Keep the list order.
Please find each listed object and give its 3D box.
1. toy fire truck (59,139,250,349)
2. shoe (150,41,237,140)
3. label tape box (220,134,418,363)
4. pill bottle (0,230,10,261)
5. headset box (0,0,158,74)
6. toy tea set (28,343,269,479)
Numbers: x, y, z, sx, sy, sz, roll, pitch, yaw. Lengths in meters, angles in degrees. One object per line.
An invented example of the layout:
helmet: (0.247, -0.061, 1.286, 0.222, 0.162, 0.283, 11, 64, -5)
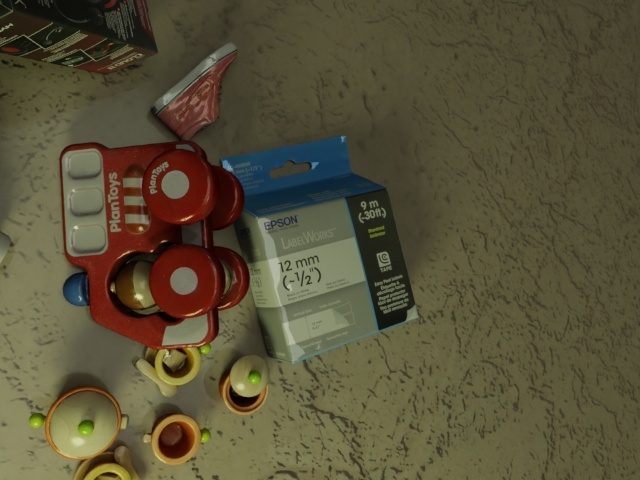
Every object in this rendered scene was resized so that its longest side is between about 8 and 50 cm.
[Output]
toy fire truck: (-0.248, 0.004, 0.842, 0.253, 0.169, 0.302, -4, 88, 8)
shoe: (-0.184, -0.239, 0.947, 0.178, 0.063, 0.081, -46, 106, -16)
label tape box: (0.000, 0.000, 0.983, 0.249, 0.115, 0.348, -14, 93, -26)
pill bottle: (-0.507, -0.028, 0.721, 0.215, 0.117, 0.117, 42, 68, -36)
headset box: (-0.354, -0.357, 0.782, 0.293, 0.110, 0.218, -20, 96, -68)
toy tea set: (-0.228, 0.247, 0.841, 0.336, 0.124, 0.200, -31, 98, -25)
